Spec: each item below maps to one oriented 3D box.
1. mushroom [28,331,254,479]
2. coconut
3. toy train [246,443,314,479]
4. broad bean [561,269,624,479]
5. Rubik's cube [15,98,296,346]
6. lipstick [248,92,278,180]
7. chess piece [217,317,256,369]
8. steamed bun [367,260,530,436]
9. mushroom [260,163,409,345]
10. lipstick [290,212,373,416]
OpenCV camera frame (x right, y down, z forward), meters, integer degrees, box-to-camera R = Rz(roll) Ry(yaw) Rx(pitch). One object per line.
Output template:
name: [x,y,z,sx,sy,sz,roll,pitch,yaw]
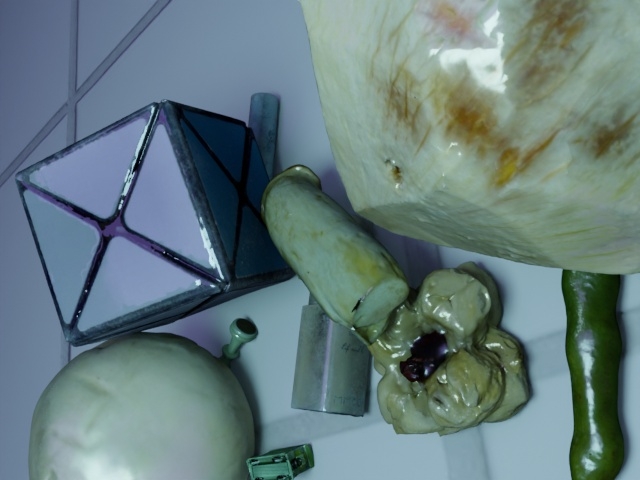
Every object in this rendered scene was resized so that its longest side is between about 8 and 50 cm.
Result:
mushroom: [-0.270,0.310,0.963,0.356,0.315,0.315,-55,45,10]
coconut: [0.175,-0.155,0.579,0.415,0.345,0.415,-19,62,40]
toy train: [-0.053,0.300,0.905,0.093,0.056,0.038,-25,78,41]
broad bean: [0.256,0.119,0.635,0.053,0.052,0.256,103,170,-81]
Rubik's cube: [-0.211,-0.019,0.932,0.255,0.260,0.259,-22,87,20]
lipstick: [-0.096,-0.158,1.094,0.048,0.048,0.157,-10,71,45]
chess piece: [-0.137,0.166,1.049,0.093,0.042,0.042,-57,44,25]
steamed bun: [0.115,0.121,0.740,0.192,0.106,0.177,-29,57,40]
mushroom: [0.000,0.000,0.802,0.100,0.081,0.312,-62,32,16]
lipstick: [0.021,0.093,0.869,0.077,0.079,0.252,-11,69,48]
